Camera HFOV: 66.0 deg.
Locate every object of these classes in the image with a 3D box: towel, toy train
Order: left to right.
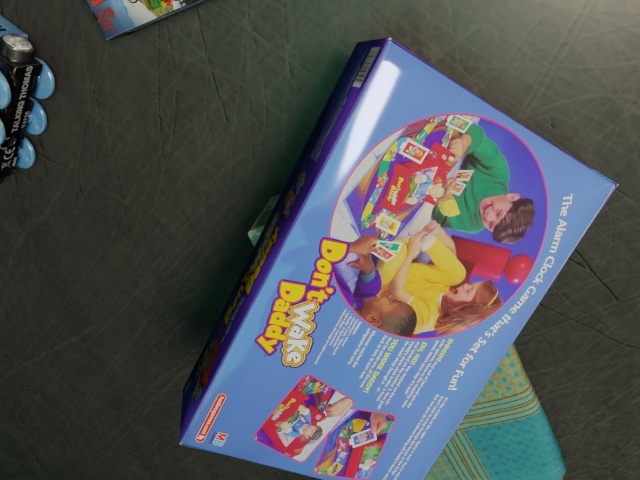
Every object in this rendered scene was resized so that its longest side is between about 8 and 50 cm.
[{"bbox_3d":[-0.350,-0.144,0.514,0.105,0.080,0.184,38,123,0],"label":"toy train"},{"bbox_3d":[0.124,0.195,0.625,0.271,0.040,0.370,-20,112,22],"label":"towel"}]

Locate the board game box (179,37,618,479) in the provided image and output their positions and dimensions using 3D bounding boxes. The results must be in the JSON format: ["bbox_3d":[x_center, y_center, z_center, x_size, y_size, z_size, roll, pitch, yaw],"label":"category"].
[{"bbox_3d":[0.057,0.047,0.432,0.233,0.078,0.347,24,102,-20],"label":"board game box"}]

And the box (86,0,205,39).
[{"bbox_3d":[-0.158,-0.306,0.394,0.159,0.044,0.233,-13,116,19],"label":"box"}]

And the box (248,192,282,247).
[{"bbox_3d":[0.000,0.000,0.509,0.101,0.087,0.102,-17,113,20],"label":"box"}]
